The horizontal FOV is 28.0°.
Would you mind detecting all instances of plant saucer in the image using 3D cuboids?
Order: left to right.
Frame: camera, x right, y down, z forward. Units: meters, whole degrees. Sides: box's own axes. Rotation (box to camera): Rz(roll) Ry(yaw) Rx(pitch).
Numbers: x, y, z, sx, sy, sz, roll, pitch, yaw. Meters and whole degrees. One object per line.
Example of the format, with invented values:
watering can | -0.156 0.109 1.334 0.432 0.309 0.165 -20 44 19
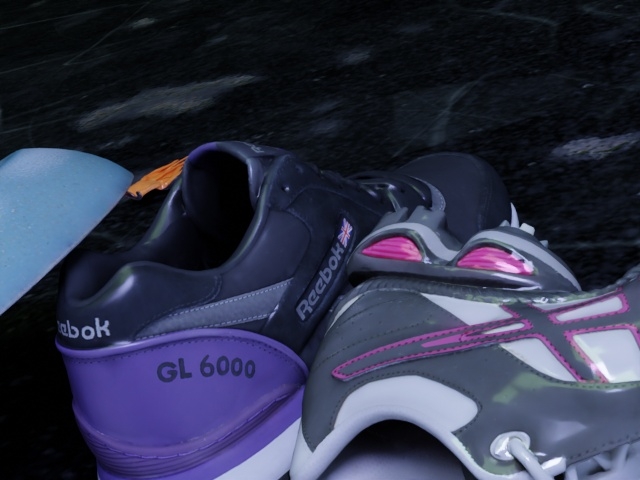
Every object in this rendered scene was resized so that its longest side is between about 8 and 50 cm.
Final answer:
plant saucer | -0.222 0.051 0.568 0.318 0.043 0.317 -35 12 9

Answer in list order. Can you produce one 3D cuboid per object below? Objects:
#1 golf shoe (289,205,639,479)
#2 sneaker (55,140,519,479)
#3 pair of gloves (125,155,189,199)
golf shoe | 0.114 0.057 0.440 0.273 0.105 0.120 -3 43 38
sneaker | 0.000 0.000 0.581 0.107 0.124 0.283 3 28 37
pair of gloves | -0.088 -0.043 0.893 0.083 0.010 0.074 7 30 38
